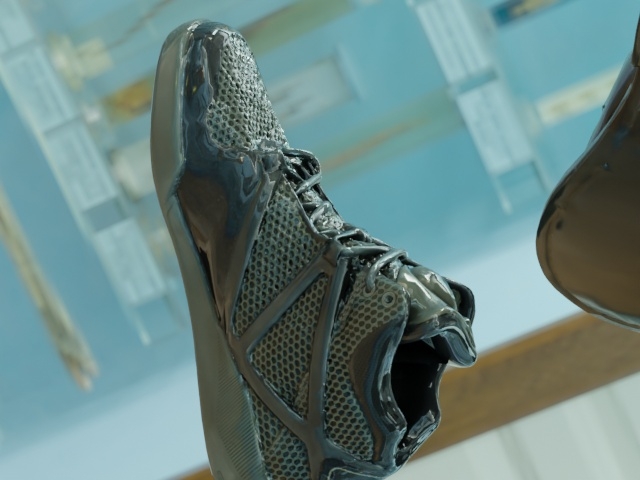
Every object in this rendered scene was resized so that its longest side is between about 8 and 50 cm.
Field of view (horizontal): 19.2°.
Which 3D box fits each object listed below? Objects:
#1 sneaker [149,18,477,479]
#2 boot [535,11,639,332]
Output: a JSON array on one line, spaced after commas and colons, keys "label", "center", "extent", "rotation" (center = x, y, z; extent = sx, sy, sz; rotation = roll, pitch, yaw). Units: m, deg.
[{"label": "sneaker", "center": [0.000, 0.000, 0.841], "extent": [0.087, 0.130, 0.227], "rotation": [11, 65, -62]}, {"label": "boot", "center": [0.187, -0.105, 0.805], "extent": [0.263, 0.091, 0.229], "rotation": [105, 12, -50]}]
